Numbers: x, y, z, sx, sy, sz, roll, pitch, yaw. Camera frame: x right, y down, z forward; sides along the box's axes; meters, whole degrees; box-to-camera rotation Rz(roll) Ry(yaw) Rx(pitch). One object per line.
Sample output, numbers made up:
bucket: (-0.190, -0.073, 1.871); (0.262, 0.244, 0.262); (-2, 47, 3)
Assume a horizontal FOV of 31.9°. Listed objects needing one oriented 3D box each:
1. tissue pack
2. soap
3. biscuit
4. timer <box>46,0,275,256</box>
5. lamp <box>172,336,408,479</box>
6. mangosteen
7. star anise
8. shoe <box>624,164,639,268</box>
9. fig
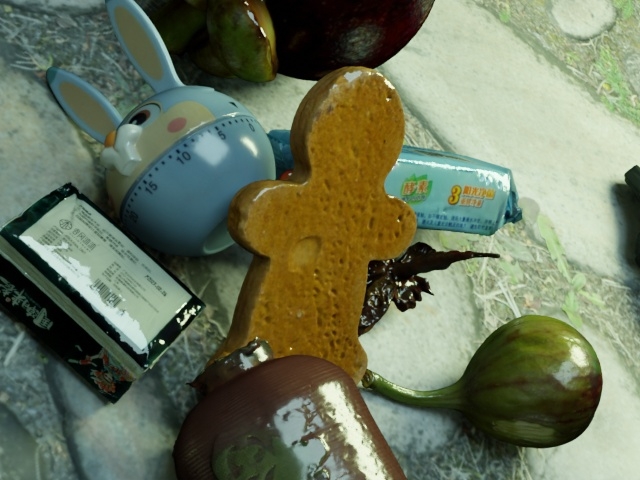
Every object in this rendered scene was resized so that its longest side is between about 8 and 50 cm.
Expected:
tissue pack: (-0.199, 0.042, 0.964); (0.170, 0.090, 0.103); (44, 46, -3)
soap: (0.072, -0.062, 1.186); (0.293, 0.156, 0.077); (4, 102, -31)
biscuit: (-0.002, -0.001, 1.023); (0.205, 0.324, 0.049); (0, 20, -38)
timer: (-0.157, -0.096, 1.038); (0.255, 0.175, 0.175); (42, 45, -7)
lamp: (-0.022, 0.210, 0.920); (0.180, 0.180, 0.258); (-16, 73, -41)
mangosteen: (-0.040, -0.298, 1.196); (0.347, 0.307, 0.307); (-32, 79, -14)
star anise: (0.084, 0.019, 1.146); (0.140, 0.144, 0.158); (10, 55, -20)
shoe: (0.452, 0.003, 1.456); (0.108, 0.093, 0.241); (31, 22, -36)
fig: (0.161, 0.150, 1.133); (0.245, 0.149, 0.149); (-5, 59, -5)
